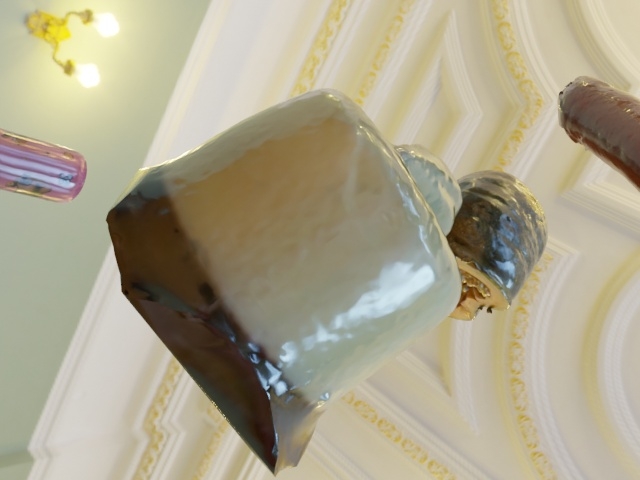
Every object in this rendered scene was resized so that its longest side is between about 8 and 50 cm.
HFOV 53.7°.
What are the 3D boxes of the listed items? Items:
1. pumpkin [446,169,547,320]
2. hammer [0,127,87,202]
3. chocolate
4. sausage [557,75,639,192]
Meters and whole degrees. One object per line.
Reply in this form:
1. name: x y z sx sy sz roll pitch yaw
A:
1. pumpkin: 0.238 -0.015 1.061 0.242 0.325 0.232 33 -106 -3
2. hammer: -0.198 -0.050 0.415 0.043 0.083 0.043 -15 -111 44
3. chocolate: 0.000 0.000 0.651 0.297 0.326 0.314 -30 -71 13
4. sausage: 0.390 -0.088 0.731 0.094 0.094 0.419 -19 -146 4
